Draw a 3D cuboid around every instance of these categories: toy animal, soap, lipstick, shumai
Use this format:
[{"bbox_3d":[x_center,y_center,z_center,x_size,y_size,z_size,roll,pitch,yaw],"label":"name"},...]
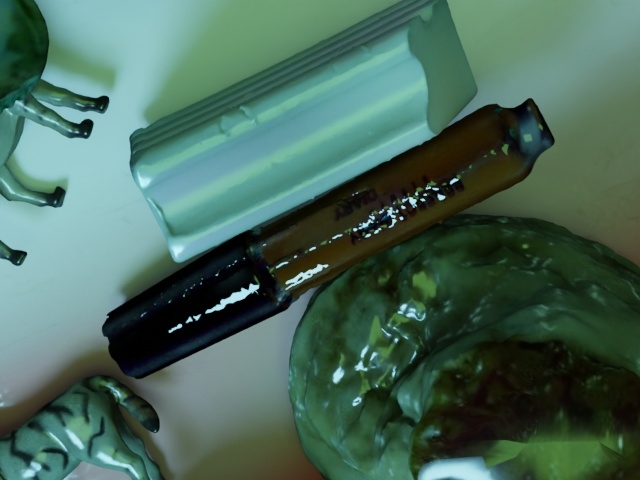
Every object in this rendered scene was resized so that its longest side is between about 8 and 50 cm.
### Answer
[{"bbox_3d":[-0.279,-0.106,1.010,0.176,0.073,0.216,25,102,-6],"label":"toy animal"},{"bbox_3d":[-0.258,0.223,1.075,0.255,0.090,0.170,-16,100,-7],"label":"toy animal"},{"bbox_3d":[-0.011,-0.098,0.995,0.290,0.173,0.095,-26,106,-3],"label":"soap"},{"bbox_3d":[0.000,0.000,1.015,0.418,0.077,0.077,-28,105,16],"label":"lipstick"},{"bbox_3d":[0.178,0.159,1.001,0.398,0.323,0.324,23,96,-11],"label":"shumai"}]

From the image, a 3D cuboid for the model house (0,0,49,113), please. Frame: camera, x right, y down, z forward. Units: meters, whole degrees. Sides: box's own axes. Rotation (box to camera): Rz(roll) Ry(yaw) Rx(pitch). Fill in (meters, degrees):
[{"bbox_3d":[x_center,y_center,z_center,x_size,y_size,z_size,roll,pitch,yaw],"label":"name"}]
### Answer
[{"bbox_3d":[-0.368,-0.118,0.920,0.261,0.241,0.226,42,53,4],"label":"model house"}]
